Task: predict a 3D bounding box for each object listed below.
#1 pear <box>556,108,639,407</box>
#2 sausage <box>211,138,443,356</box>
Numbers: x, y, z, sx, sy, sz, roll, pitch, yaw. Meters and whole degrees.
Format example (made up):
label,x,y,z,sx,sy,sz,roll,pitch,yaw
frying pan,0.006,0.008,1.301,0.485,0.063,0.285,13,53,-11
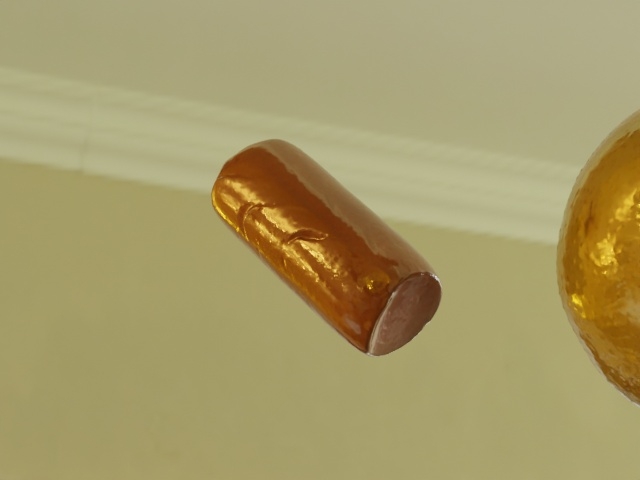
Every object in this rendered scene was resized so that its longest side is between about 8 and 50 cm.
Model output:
label,x,y,z,sx,sy,sz,roll,pitch,yaw
pear,0.392,0.017,1.563,0.348,0.348,0.348,-3,-29,-2
sausage,0.000,-0.001,1.753,0.121,0.304,0.121,-24,-44,-26
